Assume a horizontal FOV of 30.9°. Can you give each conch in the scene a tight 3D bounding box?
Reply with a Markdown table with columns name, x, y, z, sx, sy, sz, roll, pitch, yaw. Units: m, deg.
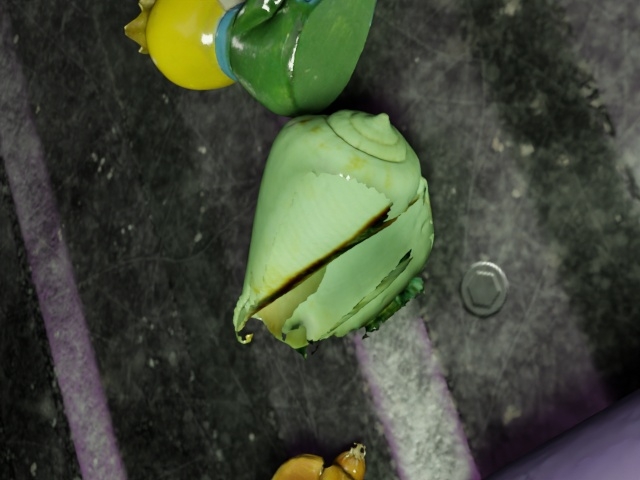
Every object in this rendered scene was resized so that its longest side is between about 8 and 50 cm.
| name | x | y | z | sx | sy | sz | roll | pitch | yaw |
| --- | --- | --- | --- | --- | --- | --- | --- | --- | --- |
| conch | 0.013 | 0.005 | 0.965 | 0.137 | 0.143 | 0.251 | -100 | 20 | -67 |

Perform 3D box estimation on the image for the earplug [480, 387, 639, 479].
| name | x | y | z | sx | sy | sz | roll | pitch | yaw |
| --- | --- | --- | --- | --- | --- | --- | --- | --- | --- |
| earplug | 0.257 | 0.168 | 0.716 | 0.456 | 0.215 | 0.215 | -36 | 66 | 36 |

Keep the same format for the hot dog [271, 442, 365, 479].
| name | x | y | z | sx | sy | sz | roll | pitch | yaw |
| --- | --- | --- | --- | --- | --- | --- | --- | --- | --- |
| hot dog | -0.022 | 0.294 | 1.005 | 0.109 | 0.072 | 0.270 | 32 | 108 | 33 |

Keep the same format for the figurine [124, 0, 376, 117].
| name | x | y | z | sx | sy | sz | roll | pitch | yaw |
| --- | --- | --- | --- | --- | --- | --- | --- | --- | --- |
| figurine | -0.063 | -0.213 | 1.042 | 0.234 | 0.127 | 0.185 | 28 | 100 | 47 |
